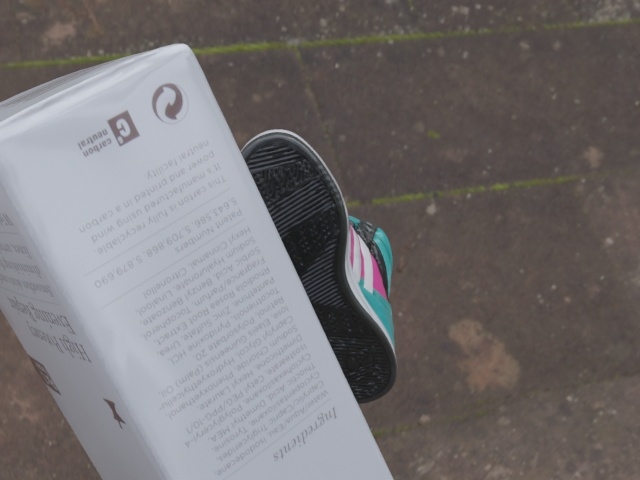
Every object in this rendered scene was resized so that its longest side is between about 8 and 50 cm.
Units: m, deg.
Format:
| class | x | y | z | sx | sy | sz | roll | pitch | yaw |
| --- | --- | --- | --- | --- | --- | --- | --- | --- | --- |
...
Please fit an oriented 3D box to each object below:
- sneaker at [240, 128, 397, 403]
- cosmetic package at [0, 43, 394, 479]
| class | x | y | z | sx | sy | sz | roll | pitch | yaw |
| --- | --- | --- | --- | --- | --- | --- | --- | --- | --- |
| sneaker | 0.000 | 0.000 | 0.991 | 0.124 | 0.295 | 0.178 | -18 | 26 | 7 |
| cosmetic package | -0.058 | 0.047 | 0.388 | 0.085 | 0.117 | 0.231 | -32 | 109 | -26 |
